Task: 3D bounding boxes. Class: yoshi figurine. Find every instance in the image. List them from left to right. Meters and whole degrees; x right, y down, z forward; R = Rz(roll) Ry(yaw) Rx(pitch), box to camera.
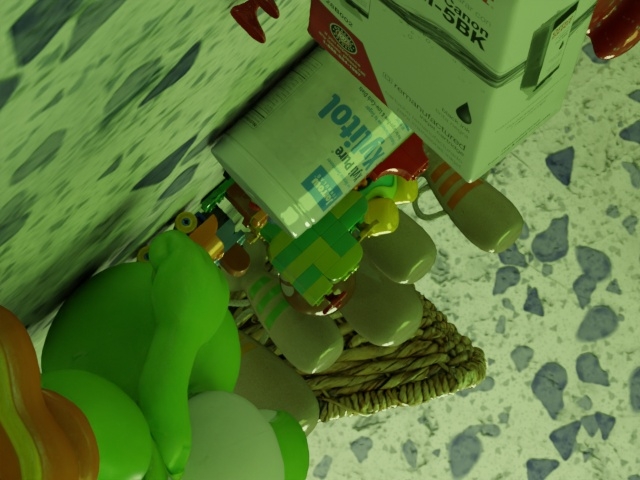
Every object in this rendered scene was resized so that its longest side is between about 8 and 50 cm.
[{"bbox_3d":[-0.128,0.090,0.967,0.362,0.203,0.203,7,89,-67],"label":"yoshi figurine"}]

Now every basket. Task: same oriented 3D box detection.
[{"bbox_3d":[-0.001,0.106,1.662,0.213,0.223,0.299,-44,177,3],"label":"basket"}]

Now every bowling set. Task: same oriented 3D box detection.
[{"bbox_3d":[0.000,0.000,1.405,0.287,0.154,0.200,-42,157,-3],"label":"bowling set"}]

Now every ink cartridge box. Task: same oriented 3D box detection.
[{"bbox_3d":[0.049,-0.099,0.709,0.056,0.099,0.135,-40,161,-20],"label":"ink cartridge box"}]

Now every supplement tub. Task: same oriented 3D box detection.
[{"bbox_3d":[0.002,-0.061,1.025,0.107,0.071,0.071,-45,176,-4],"label":"supplement tub"}]

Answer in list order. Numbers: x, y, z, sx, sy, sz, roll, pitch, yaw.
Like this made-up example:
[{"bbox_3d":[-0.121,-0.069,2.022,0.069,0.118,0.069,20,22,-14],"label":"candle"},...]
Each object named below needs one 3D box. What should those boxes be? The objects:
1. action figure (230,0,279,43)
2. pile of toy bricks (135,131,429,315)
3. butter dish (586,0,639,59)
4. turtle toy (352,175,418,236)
[{"bbox_3d":[0.013,-0.124,0.793,0.115,0.030,0.038,-44,172,-25],"label":"action figure"},{"bbox_3d":[-0.017,-0.004,1.177,0.212,0.105,0.118,-43,176,-13],"label":"pile of toy bricks"},{"bbox_3d":[0.106,-0.134,0.881,0.160,0.118,0.160,-43,-177,4],"label":"butter dish"},{"bbox_3d":[0.013,-0.047,1.278,0.095,0.066,0.130,-8,-157,23],"label":"turtle toy"}]
